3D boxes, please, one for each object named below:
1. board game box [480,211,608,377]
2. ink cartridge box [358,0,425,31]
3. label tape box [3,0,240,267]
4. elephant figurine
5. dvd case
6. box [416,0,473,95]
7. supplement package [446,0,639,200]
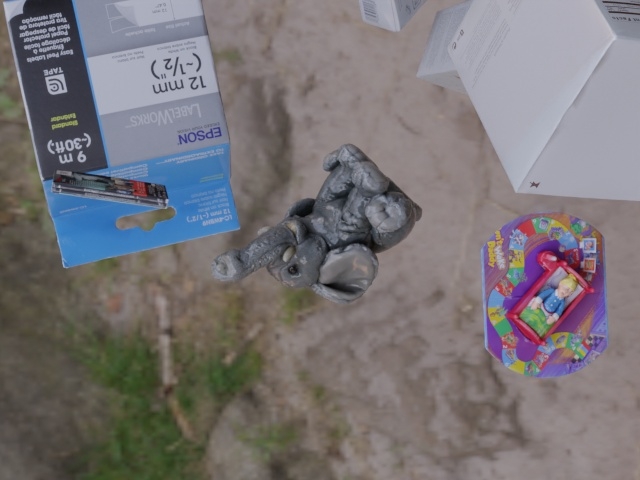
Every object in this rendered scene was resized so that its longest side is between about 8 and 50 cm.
[{"bbox_3d":[0.231,0.055,1.442,0.033,0.133,0.168,-177,85,-78],"label":"board game box"},{"bbox_3d":[0.151,-0.425,1.781,0.065,0.332,0.165,23,148,30],"label":"ink cartridge box"},{"bbox_3d":[-0.252,-0.159,1.870,0.115,0.249,0.347,173,85,-80],"label":"label tape box"},{"bbox_3d":[0.000,0.000,1.858,0.239,0.186,0.169,-46,11,5],"label":"elephant figurine"},{"bbox_3d":[-0.220,-0.054,1.504,0.087,0.119,0.013,-128,48,-75],"label":"dvd case"},{"bbox_3d":[0.208,-0.222,1.728,0.170,0.130,0.091,-167,95,-77],"label":"box"},{"bbox_3d":[0.249,-0.177,1.346,0.194,0.149,0.203,-62,36,41],"label":"supplement package"}]
